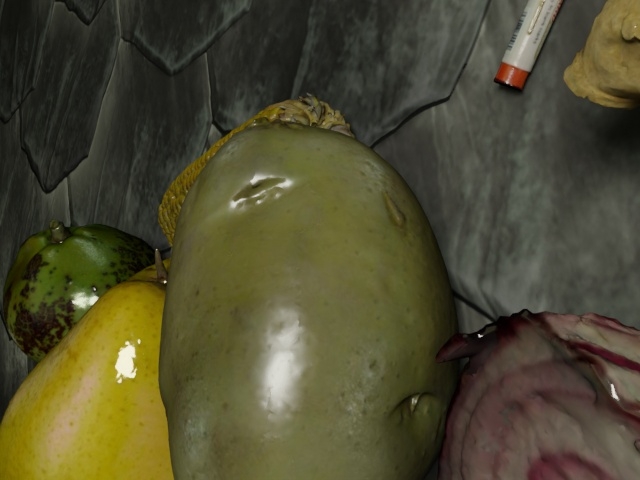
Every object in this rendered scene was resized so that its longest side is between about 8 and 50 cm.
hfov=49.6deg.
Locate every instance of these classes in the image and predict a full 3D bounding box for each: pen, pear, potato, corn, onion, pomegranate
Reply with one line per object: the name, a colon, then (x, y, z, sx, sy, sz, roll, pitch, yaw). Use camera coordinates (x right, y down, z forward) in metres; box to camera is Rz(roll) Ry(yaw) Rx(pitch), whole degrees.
pen: (0.185, -0.217, 0.511, 0.026, 0.026, 0.218, 40, 115, 44)
pear: (-0.174, 0.177, 0.701, 0.284, 0.284, 0.337, -2, 78, 49)
potato: (-0.006, 0.075, 0.540, 0.221, 0.243, 0.327, -15, 63, 38)
corn: (-0.080, -0.064, 0.744, 0.317, 0.115, 0.115, -21, 71, 46)
onion: (0.190, 0.195, 0.394, 0.314, 0.146, 0.280, 55, 150, 37)
pomegranate: (-0.323, 0.109, 0.928, 0.277, 0.203, 0.222, -65, 26, 18)

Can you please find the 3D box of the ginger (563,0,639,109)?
ginger: (0.297, -0.060, 0.237, 0.348, 0.122, 0.363, 50, 129, 16)
